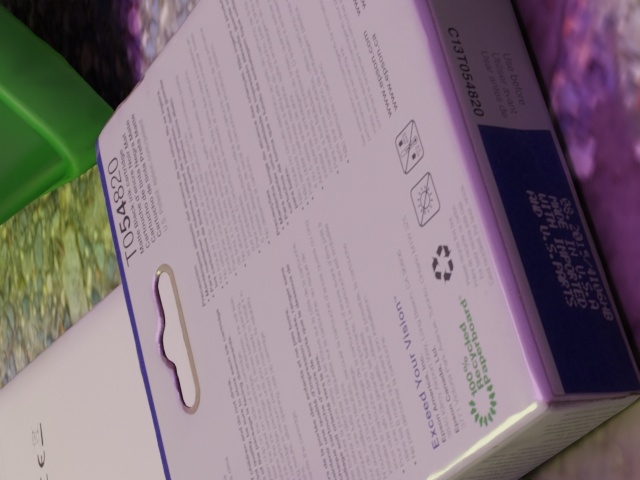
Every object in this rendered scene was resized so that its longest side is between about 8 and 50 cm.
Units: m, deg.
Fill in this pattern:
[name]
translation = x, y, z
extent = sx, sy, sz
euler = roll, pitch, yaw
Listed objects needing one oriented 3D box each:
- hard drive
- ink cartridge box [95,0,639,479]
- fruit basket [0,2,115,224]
[hard drive]
translation = -0.090, 0.150, 0.798
extent = 0.353, 0.047, 0.233
euler = 144, 120, -60
[ink cartridge box]
translation = 0.000, 0.000, 0.583
extent = 0.224, 0.045, 0.223
euler = -42, 55, 48
[fruit basket]
translation = -0.258, -0.137, 0.964
extent = 0.392, 0.283, 0.392
euler = -43, 16, 15
